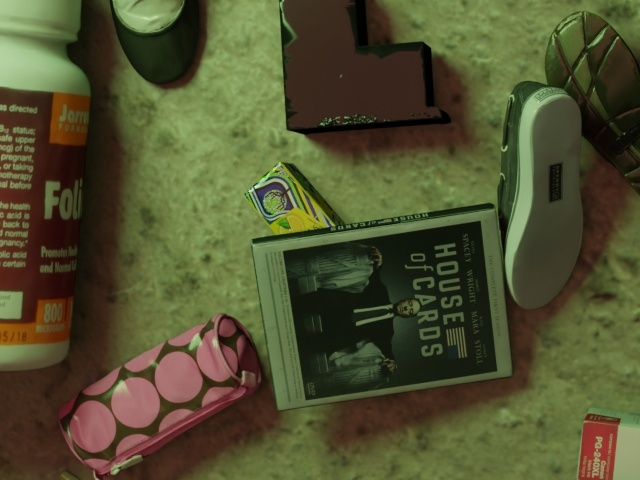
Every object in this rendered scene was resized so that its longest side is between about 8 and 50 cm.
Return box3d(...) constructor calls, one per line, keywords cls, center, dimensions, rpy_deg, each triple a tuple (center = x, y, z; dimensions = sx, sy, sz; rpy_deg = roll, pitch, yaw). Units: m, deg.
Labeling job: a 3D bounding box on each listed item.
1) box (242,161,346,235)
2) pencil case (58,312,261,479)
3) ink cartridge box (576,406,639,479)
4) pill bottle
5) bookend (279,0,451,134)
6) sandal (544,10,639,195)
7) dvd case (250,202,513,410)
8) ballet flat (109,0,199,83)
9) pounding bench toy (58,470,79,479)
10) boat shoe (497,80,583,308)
box3d(cls="box", center=(0.000, 0.000, 1.711), dimensions=(0.054, 0.059, 0.169), rpy_deg=(-42, 82, 10))
box3d(cls="pencil case", center=(-0.160, 0.162, 1.736), dimensions=(0.209, 0.095, 0.098), rpy_deg=(-33, 49, 13))
box3d(cls="ink cartridge box", center=(0.325, 0.203, 1.616), dimensions=(0.150, 0.109, 0.063), rpy_deg=(6, 92, 13))
box3d(cls="pill bottle", center=(-0.348, -0.077, 1.705), dimensions=(0.224, 0.224, 0.392), rpy_deg=(6, 93, 13))
box3d(cls="bookend", center=(0.043, -0.190, 1.690), dimensions=(0.156, 0.072, 0.157), rpy_deg=(-4, 90, 12))
box3d(cls="sandal", center=(0.296, -0.124, 1.647), dimensions=(0.090, 0.060, 0.219), rpy_deg=(-40, 97, 18))
box3d(cls="dvd case", center=(0.062, 0.066, 1.659), dimensions=(0.238, 0.029, 0.179), rpy_deg=(-8, 109, 0))
box3d(cls="ballet flat", center=(-0.179, -0.301, 1.726), dimensions=(0.095, 0.096, 0.280), rpy_deg=(-2, 91, 12))
box3d(cls="pounding bench toy", center=(-0.287, 0.285, 1.779), dimensions=(0.052, 0.065, 0.083), rpy_deg=(22, 96, 11))
box3d(cls="boat shoe", center=(0.203, -0.048, 1.650), dimensions=(0.080, 0.076, 0.228), rpy_deg=(-13, 119, -20))
